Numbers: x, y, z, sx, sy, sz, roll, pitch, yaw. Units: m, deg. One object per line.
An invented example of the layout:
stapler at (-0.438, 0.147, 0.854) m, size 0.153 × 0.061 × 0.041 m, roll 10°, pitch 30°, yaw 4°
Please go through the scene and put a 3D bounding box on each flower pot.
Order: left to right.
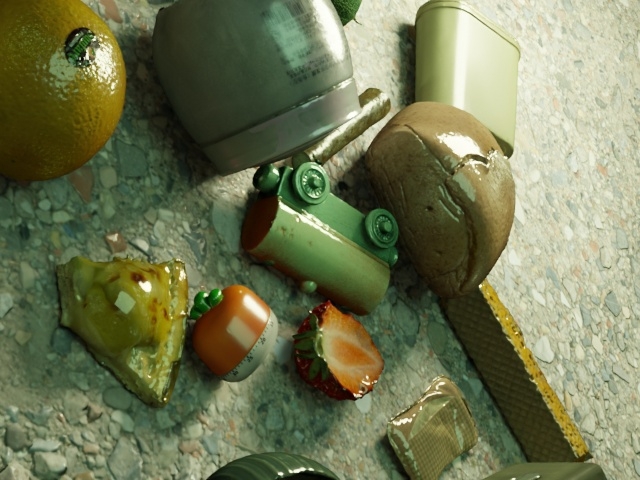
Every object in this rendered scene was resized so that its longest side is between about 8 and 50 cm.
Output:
flower pot at (-0.062, 0.366, 1.567) m, size 0.243 × 0.157 × 0.189 m, roll 13°, pitch 60°, yaw -41°

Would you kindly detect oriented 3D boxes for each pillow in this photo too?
pillow at (0.180, 0.303, 1.949) m, size 0.211 × 0.034 × 0.135 m, roll -34°, pitch 95°, yaw -51°

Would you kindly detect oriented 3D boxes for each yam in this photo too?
yam at (0.034, -0.182, 2.026) m, size 0.061 × 0.061 × 0.274 m, roll 57°, pitch 42°, yaw -8°

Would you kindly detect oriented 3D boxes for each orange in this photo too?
orange at (-0.348, -0.190, 1.507) m, size 0.236 × 0.236 × 0.236 m, roll 23°, pitch 55°, yaw -38°

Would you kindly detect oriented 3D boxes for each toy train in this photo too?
toy train at (0.000, 0.000, 1.868) m, size 0.285 × 0.116 × 0.177 m, roll 32°, pitch 62°, yaw -33°

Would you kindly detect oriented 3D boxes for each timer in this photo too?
timer at (-0.128, 0.117, 1.675) m, size 0.136 × 0.099 × 0.136 m, roll 29°, pitch 39°, yaw -27°

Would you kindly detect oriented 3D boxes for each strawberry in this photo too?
strawberry at (0.024, 0.167, 1.819) m, size 0.187 × 0.082 × 0.146 m, roll 21°, pitch 62°, yaw -46°

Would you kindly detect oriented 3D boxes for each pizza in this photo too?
pizza at (-0.236, 0.108, 1.575) m, size 0.188 × 0.080 × 0.204 m, roll 12°, pitch 64°, yaw -43°

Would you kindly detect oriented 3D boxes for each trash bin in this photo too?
trash bin at (0.272, -0.296, 2.288) m, size 0.243 × 0.121 × 0.247 m, roll 28°, pitch 54°, yaw -35°

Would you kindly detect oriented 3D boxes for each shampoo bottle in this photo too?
shampoo bottle at (-0.090, -0.244, 1.761) m, size 0.273 × 0.273 × 0.266 m, roll -32°, pitch 102°, yaw -49°

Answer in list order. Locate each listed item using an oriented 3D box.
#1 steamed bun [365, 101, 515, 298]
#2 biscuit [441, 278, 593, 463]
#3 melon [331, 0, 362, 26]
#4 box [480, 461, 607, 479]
steamed bun at (0.219, -0.081, 2.017) m, size 0.301 × 0.199 × 0.251 m, roll 59°, pitch 19°, yaw -10°
biscuit at (0.331, 0.236, 2.098) m, size 0.379 × 0.094 × 0.054 m, roll 60°, pitch 35°, yaw -6°
melon at (-0.039, -0.438, 1.980) m, size 0.287 × 0.182 × 0.182 m, roll 40°, pitch 46°, yaw -24°
box at (0.317, 0.449, 1.881) m, size 0.290 × 0.220 × 0.166 m, roll -12°, pitch 92°, yaw -49°
